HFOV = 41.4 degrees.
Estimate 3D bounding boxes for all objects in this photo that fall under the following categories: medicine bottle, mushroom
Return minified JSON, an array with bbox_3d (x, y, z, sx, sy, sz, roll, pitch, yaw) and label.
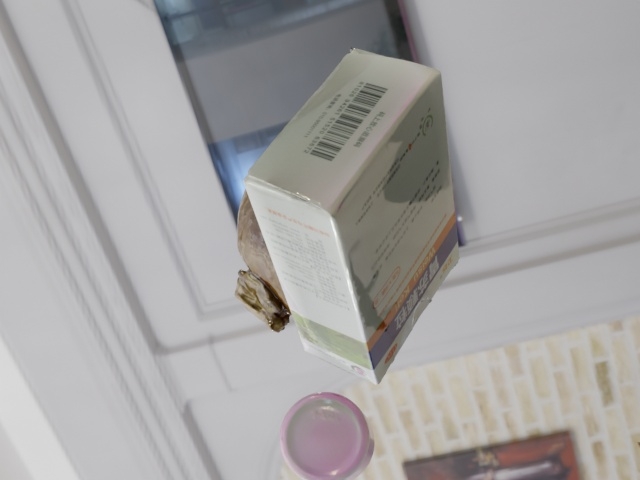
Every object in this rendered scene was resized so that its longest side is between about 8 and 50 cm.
[{"bbox_3d":[0.021,0.414,1.752,0.291,0.178,0.178,68,-171,-74],"label":"medicine bottle"},{"bbox_3d":[-0.004,0.006,1.208,0.263,0.283,0.195,35,-173,-1],"label":"mushroom"}]

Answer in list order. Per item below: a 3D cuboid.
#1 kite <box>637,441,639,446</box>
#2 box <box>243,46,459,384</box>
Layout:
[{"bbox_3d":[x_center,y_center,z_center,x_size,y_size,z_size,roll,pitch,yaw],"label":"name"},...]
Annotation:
[{"bbox_3d":[0.528,0.303,1.210,0.010,0.183,0.160,40,-121,-23],"label":"kite"},{"bbox_3d":[0.048,-0.016,0.883,0.200,0.106,0.299,-53,-33,-27],"label":"box"}]
